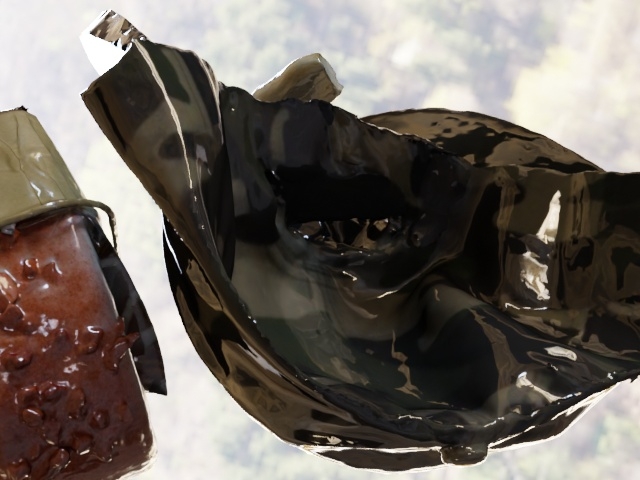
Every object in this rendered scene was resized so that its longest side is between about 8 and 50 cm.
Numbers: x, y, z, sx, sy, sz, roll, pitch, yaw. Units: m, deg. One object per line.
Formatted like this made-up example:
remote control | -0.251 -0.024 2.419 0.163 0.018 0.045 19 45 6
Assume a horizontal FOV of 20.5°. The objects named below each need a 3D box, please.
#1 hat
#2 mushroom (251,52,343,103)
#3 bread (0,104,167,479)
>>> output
hat | 0.000 0.000 0.990 0.381 0.366 0.257 -13 64 64
mushroom | -0.041 -0.126 1.684 0.202 0.059 0.054 -37 27 52
bread | -0.173 0.052 1.011 0.224 0.142 0.212 101 150 -66
